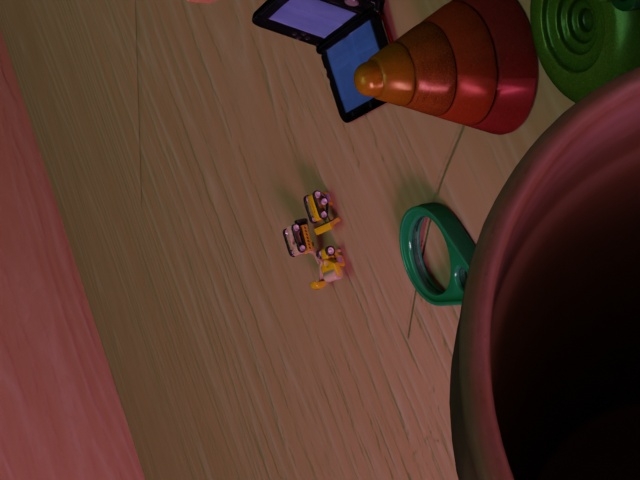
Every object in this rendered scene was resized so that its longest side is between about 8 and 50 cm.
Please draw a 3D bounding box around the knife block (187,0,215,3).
[{"bbox_3d":[-0.028,-0.331,0.904,0.242,0.275,0.088,57,-171,-66],"label":"knife block"}]

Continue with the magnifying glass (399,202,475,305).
[{"bbox_3d":[0.133,0.035,0.991,0.231,0.026,0.092,-139,43,-57],"label":"magnifying glass"}]

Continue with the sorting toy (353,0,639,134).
[{"bbox_3d":[0.131,-0.138,0.776,0.365,0.126,0.127,-7,96,67],"label":"sorting toy"}]

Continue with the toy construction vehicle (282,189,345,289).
[{"bbox_3d":[0.000,0.000,1.264,0.086,0.035,0.098,-28,79,55],"label":"toy construction vehicle"}]

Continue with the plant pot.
[{"bbox_3d":[0.206,0.115,0.544,0.280,0.323,0.323,96,153,-61],"label":"plant pot"}]

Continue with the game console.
[{"bbox_3d":[0.004,-0.181,1.094,0.144,0.124,0.085,161,122,-66],"label":"game console"}]
